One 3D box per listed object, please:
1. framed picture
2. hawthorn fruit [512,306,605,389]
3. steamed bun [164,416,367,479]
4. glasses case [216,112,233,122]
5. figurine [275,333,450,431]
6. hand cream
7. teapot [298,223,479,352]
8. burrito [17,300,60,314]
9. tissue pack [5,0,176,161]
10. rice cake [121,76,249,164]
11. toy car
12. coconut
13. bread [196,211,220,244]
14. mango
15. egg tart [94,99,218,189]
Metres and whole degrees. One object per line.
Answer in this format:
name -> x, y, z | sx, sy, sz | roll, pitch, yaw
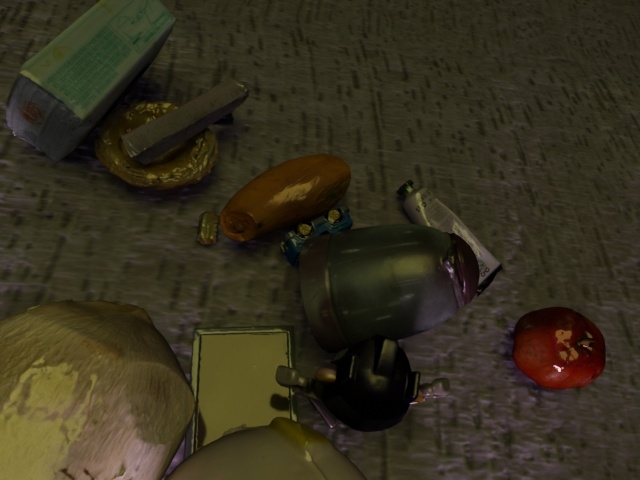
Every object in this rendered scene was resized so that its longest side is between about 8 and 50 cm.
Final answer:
framed picture -> -0.151, 0.302, 0.821 | 0.217, 0.017, 0.274 | 2, 60, -9
hawthorn fruit -> 0.512, 0.222, 0.883 | 0.179, 0.200, 0.179 | 2, 63, -3
steamed bun -> -0.079, 0.425, 0.558 | 0.334, 0.374, 0.334 | 36, 37, -34
glasses case -> -0.288, -0.346, 1.170 | 0.083, 0.023, 0.033 | -3, 56, -14
figurine -> 0.078, 0.261, 0.736 | 0.308, 0.308, 0.143 | -9, 67, -15
hand cream -> 0.327, -0.019, 1.077 | 0.121, 0.076, 0.336 | -35, 78, -21
teapot -> 0.153, 0.088, 0.836 | 0.312, 0.315, 0.233 | -12, 74, 15
burrito -> -0.546, 0.213, 0.773 | 0.087, 0.060, 0.226 | 9, 58, -12
tissue pack -> -0.545, -0.404, 0.997 | 0.162, 0.287, 0.388 | 40, 55, -27
rice cake -> -0.309, -0.288, 0.987 | 0.073, 0.056, 0.365 | 41, 59, 5
toy car -> 0.000, 0.000, 0.979 | 0.191, 0.097, 0.100 | -28, 75, -23
coconut -> -0.371, 0.261, 0.614 | 0.346, 0.346, 0.360 | 23, 53, 3
bread -> -0.265, -0.027, 0.982 | 0.049, 0.033, 0.088 | 8, 62, -22
mango -> -0.078, -0.107, 0.984 | 0.359, 0.187, 0.144 | -27, 113, -23
egg tart -> -0.392, -0.221, 1.024 | 0.288, 0.118, 0.288 | 5, 57, -8
